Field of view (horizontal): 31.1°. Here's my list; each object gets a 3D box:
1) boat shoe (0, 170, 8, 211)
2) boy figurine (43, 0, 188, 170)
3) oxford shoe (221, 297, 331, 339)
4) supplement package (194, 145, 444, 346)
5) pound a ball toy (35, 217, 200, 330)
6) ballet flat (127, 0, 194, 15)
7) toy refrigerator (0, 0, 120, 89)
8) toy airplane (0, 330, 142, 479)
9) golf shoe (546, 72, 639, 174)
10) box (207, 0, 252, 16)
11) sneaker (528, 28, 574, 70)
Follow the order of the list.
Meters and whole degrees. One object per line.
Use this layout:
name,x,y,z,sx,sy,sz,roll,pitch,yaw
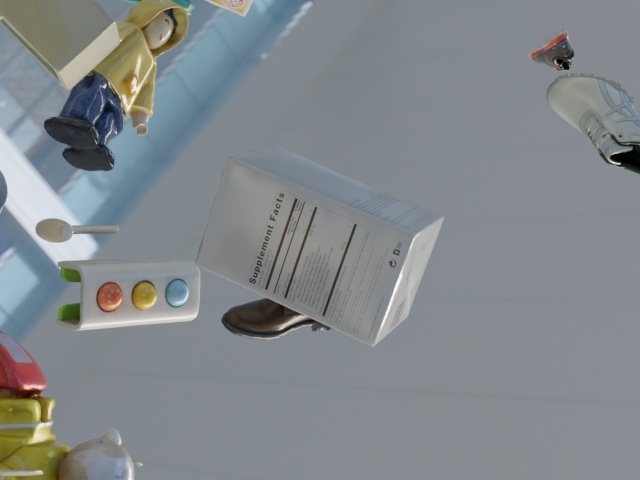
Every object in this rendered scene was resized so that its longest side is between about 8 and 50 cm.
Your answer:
boat shoe,-0.545,-0.019,1.805,0.076,0.080,0.229,-41,-136,39
boy figurine,-0.271,-0.225,1.598,0.092,0.177,0.285,8,-127,27
oxford shoe,-0.058,0.102,1.895,0.227,0.096,0.083,-10,-141,-31
supplement package,0.000,0.000,1.670,0.292,0.175,0.177,24,-162,15
pound a ball toy,-0.386,0.063,2.233,0.319,0.208,0.135,-1,-174,-44
ballet flat,-0.318,-0.416,1.828,0.247,0.087,0.083,5,-168,-14
toy refrigerator,-0.351,-0.296,1.275,0.094,0.269,0.102,-44,-178,-8
toy airplane,-0.341,0.325,1.345,0.272,0.384,0.386,-18,-147,11
golf shoe,0.326,-0.126,1.288,0.176,0.069,0.086,31,-138,15
box,-0.139,-0.501,1.980,0.203,0.114,0.103,129,-22,-54
sneaker,0.413,-0.323,2.035,0.061,0.065,0.158,-31,178,2
